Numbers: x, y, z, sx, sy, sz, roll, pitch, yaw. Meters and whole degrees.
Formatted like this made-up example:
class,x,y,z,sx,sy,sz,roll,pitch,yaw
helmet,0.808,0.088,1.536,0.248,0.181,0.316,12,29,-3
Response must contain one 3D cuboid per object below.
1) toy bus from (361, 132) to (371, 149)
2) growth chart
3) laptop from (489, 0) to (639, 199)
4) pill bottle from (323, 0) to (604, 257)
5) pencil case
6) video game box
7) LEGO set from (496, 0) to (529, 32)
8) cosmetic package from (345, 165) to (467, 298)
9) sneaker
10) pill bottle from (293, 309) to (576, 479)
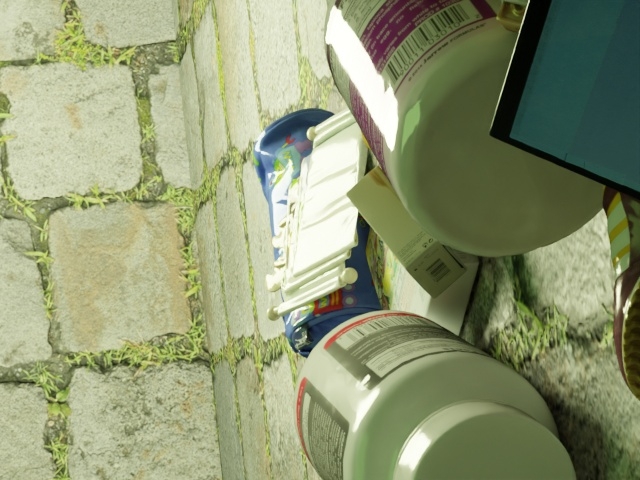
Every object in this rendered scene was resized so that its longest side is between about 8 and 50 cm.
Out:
class,x,y,z,sx,sy,sz,roll,pitch,yaw
toy bus,0.094,-0.095,1.326,0.202,0.104,0.191,104,157,-60
growth chart,0.004,-0.037,1.656,0.172,0.021,0.237,-18,56,54
laptop,0.200,-0.031,0.764,0.234,0.136,0.264,100,161,-54
pill bottle,0.097,-0.129,1.137,0.301,0.169,0.169,-113,21,-57
pencil case,0.000,0.000,1.767,0.119,0.133,0.306,37,-148,-47
video game box,0.094,0.016,1.520,0.205,0.048,0.187,99,159,-50
LEGO set,0.143,-0.266,0.992,0.107,0.132,0.287,159,99,-87
cosmetic package,0.075,-0.008,1.381,0.060,0.041,0.115,44,-173,-48
sneaker,0.206,0.004,0.952,0.084,0.069,0.186,-113,25,-80
pill bottle,0.091,0.167,1.285,0.318,0.176,0.176,-149,54,-76
